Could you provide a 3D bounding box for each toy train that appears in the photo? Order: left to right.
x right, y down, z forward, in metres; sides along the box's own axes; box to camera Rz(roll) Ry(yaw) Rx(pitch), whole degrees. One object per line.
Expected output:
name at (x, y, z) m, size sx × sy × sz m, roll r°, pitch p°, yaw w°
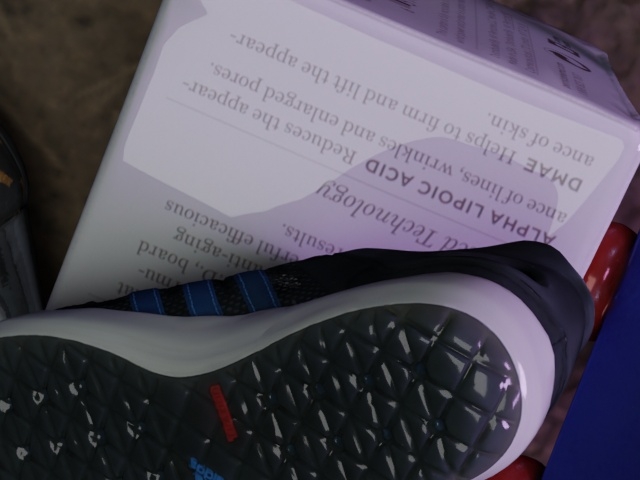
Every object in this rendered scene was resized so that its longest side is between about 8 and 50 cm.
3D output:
toy train at (0.157, 0.036, 0.593) m, size 0.105 × 0.143 × 0.248 m, roll 18°, pitch 83°, yaw 37°

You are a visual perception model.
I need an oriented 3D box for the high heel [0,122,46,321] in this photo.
high heel at (-0.231, 0.035, 0.641) m, size 0.261 × 0.093 × 0.186 m, roll -12°, pitch 103°, yaw 0°

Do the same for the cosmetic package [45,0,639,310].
cosmetic package at (0.000, 0.000, 0.579) m, size 0.151 × 0.151 × 0.183 m, roll 22°, pitch 107°, yaw -2°

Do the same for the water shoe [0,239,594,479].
water shoe at (-0.019, 0.043, 0.479) m, size 0.203 × 0.080 × 0.073 m, roll -6°, pitch 103°, yaw 32°
